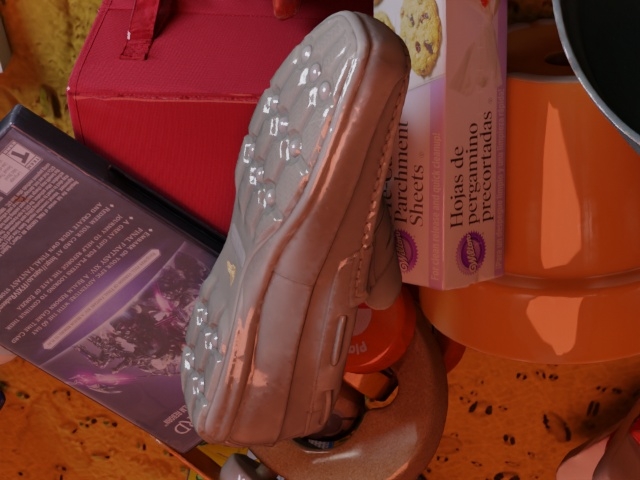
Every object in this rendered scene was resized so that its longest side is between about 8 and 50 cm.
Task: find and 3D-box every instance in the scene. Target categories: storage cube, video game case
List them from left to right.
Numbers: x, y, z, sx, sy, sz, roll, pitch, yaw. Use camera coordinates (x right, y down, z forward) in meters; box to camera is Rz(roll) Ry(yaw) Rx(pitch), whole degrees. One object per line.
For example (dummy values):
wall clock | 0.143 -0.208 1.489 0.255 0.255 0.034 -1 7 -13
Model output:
video game case | -0.146 0.037 1.250 0.274 0.026 0.196 33 132 -22
storage cube | -0.048 -0.084 1.258 0.193 0.183 0.215 3 133 9

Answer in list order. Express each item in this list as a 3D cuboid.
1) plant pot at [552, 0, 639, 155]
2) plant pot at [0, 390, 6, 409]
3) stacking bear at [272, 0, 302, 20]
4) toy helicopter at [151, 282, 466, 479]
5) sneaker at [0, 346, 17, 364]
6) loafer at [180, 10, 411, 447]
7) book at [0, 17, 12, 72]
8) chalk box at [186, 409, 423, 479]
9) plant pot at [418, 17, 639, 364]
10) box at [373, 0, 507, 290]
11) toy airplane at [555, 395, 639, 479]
plant pot | 0.303 -0.128 1.099 0.293 0.293 0.196 -5 158 17
plant pot | -0.452 0.203 1.593 0.212 0.236 0.236 37 129 -11
stacking bear | -0.044 -0.273 1.104 0.164 0.175 0.289 -5 135 5
toy helicopter | -0.067 0.117 1.447 0.355 0.235 0.140 12 178 26
sneaker | -0.377 0.026 1.504 0.282 0.102 0.161 39 133 -8
loafer | 0.000 0.000 1.133 0.111 0.112 0.319 5 129 -22
book | -0.311 -0.168 1.347 0.144 0.035 0.096 1 129 12
chalk box | 0.020 0.312 1.613 0.179 0.180 0.289 -21 126 29
plant pot | 0.167 -0.045 1.250 0.205 0.205 0.188 2 117 11
box | 0.076 -0.133 1.150 0.067 0.063 0.324 13 107 44
toy airplane | 0.358 0.289 1.446 0.384 0.272 0.386 3 133 11
